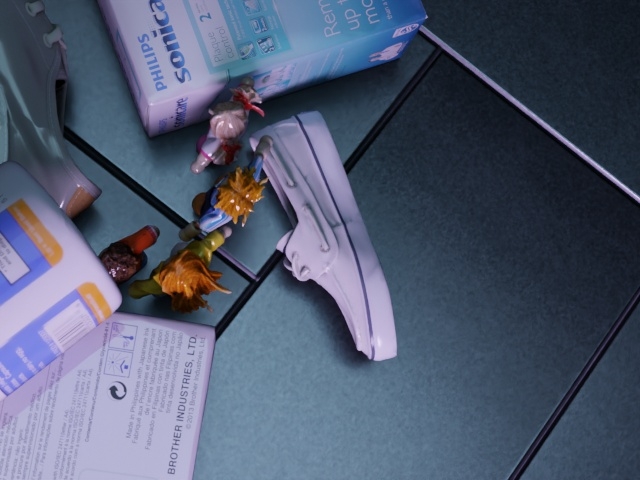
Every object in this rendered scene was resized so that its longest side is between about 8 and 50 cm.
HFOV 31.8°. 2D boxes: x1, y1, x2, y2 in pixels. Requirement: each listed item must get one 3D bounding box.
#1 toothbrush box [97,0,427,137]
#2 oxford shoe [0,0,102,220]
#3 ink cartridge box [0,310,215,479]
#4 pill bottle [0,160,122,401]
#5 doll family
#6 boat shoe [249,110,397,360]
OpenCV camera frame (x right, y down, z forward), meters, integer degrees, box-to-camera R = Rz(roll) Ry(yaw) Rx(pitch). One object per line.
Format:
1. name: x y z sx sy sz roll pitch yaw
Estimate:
1. toothbrush box: -0.074 -0.259 1.146 0.296 0.126 0.216 -19 83 -11
2. oxford shoe: -0.319 -0.208 1.078 0.130 0.169 0.449 -18 90 -9
3. ink cartridge box: -0.309 0.180 1.011 0.396 0.151 0.270 10 77 -9
4. pill bottle: -0.306 0.073 0.882 0.272 0.152 0.152 -38 87 -14
5. doll family: -0.107 -0.021 1.063 0.118 0.163 0.263 37 85 -7
6. boat shoe: 0.000 0.000 1.126 0.088 0.096 0.267 -18 82 -8
